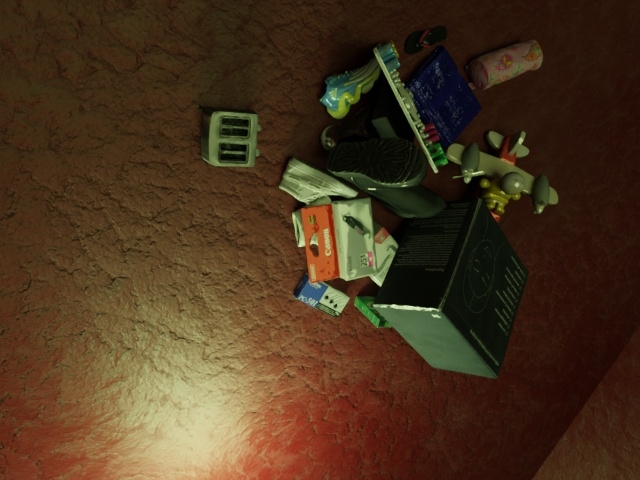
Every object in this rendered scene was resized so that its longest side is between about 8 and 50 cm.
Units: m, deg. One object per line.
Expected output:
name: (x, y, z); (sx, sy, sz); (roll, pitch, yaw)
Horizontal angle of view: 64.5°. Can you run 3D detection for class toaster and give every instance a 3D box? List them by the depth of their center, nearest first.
toaster: (-0.278, -0.315, 1.536); (0.185, 0.110, 0.168); (-2, 108, -26)

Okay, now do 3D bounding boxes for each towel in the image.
towel: (0.448, -0.514, 1.840); (0.228, 0.076, 0.308); (-48, 122, -2)

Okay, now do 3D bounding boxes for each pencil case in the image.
pencil case: (0.683, -0.651, 1.884); (0.284, 0.124, 0.124); (-25, 118, -15)

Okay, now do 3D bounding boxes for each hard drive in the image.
hard drive: (0.257, -0.395, 1.724); (0.254, 0.054, 0.172); (42, 57, -50)

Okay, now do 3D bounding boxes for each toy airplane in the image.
toy airplane: (0.705, -0.243, 1.949); (0.386, 0.272, 0.384); (-22, 100, -4)

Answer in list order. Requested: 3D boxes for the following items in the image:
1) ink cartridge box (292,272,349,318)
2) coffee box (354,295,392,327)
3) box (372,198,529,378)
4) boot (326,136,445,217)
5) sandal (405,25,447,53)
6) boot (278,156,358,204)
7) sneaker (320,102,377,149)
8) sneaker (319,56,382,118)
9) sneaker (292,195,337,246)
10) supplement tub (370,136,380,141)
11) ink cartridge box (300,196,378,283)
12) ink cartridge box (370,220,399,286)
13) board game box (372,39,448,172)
ink cartridge box: (0.004, 0.210, 1.907); (0.207, 0.046, 0.097); (32, 91, -31)
coffee box: (0.222, 0.273, 1.958); (0.113, 0.184, 0.040); (2, 111, -28)
box: (0.506, 0.179, 1.897); (0.480, 0.297, 0.472); (47, 56, -33)
boot: (0.284, -0.172, 1.660); (0.445, 0.367, 0.146); (30, 83, -46)
sandal: (0.372, -0.698, 1.754); (0.179, 0.040, 0.067); (-27, 118, -15)
boot: (-0.010, -0.174, 1.716); (0.258, 0.095, 0.123); (25, 104, -8)
sneaker: (0.151, -0.367, 1.696); (0.281, 0.162, 0.106); (-31, 119, -13)
sneaker: (0.089, -0.510, 1.631); (0.126, 0.091, 0.240); (32, 112, -23)
sneaker: (0.000, 0.000, 1.800); (0.169, 0.108, 0.292); (-28, 109, -13)
supplement tub: (0.163, -0.315, 1.776); (0.107, 0.071, 0.071); (-24, 117, -17)
ink cartridge box: (0.068, 0.002, 1.739); (0.239, 0.060, 0.275); (-12, 102, -21)
ink cartridge box: (0.222, 0.057, 1.932); (0.158, 0.092, 0.218); (-46, 124, -4)
board game box: (0.282, -0.436, 1.577); (0.050, 0.390, 0.390); (-26, 107, 18)
